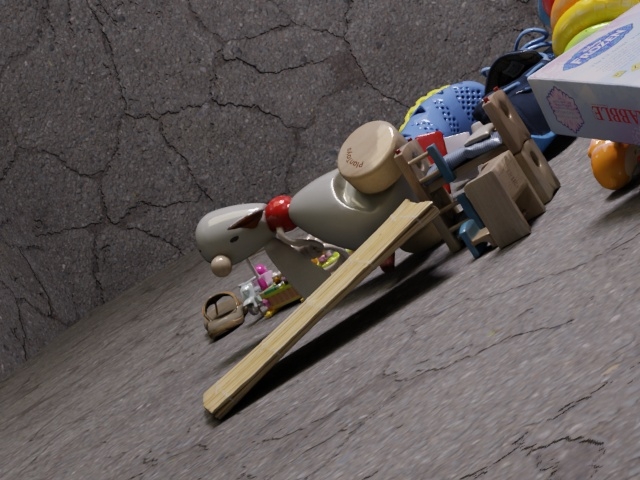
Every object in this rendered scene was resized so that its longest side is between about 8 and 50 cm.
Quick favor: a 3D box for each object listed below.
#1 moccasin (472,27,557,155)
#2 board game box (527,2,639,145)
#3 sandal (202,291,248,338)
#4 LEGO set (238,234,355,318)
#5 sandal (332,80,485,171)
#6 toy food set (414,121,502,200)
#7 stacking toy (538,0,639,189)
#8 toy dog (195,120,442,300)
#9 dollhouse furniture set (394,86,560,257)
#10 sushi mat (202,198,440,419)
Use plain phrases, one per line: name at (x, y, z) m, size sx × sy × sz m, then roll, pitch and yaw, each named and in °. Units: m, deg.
moccasin at (0.280, -0.212, 2.096) m, size 0.138 × 0.117 × 0.342 m, roll -52°, pitch 2°, yaw 23°
board game box at (0.392, -0.184, 1.357) m, size 0.318 × 0.066 × 0.318 m, roll -34°, pitch 21°, yaw -17°
sandal at (-0.145, 0.102, 2.299) m, size 0.072 × 0.049 × 0.180 m, roll -32°, pitch 6°, yaw 0°
LEGO set at (-0.007, 0.003, 2.100) m, size 0.287 × 0.107 × 0.132 m, roll -30°, pitch 6°, yaw 25°
sandal at (0.148, -0.123, 2.369) m, size 0.317 × 0.126 × 0.138 m, roll -42°, pitch 11°, yaw -14°
toy food set at (0.174, -0.091, 2.169) m, size 0.232 × 0.105 × 0.111 m, roll -14°, pitch -7°, yaw 3°
stacking toy at (0.294, -0.176, 1.561) m, size 0.165 × 0.175 × 0.302 m, roll 1°, pitch 55°, yaw 9°
toy dog at (0.000, 0.000, 1.862) m, size 0.333 × 0.220 × 0.161 m, roll -37°, pitch 32°, yaw 43°
dollhouse furniture set at (0.151, -0.060, 1.664) m, size 0.129 × 0.129 × 0.183 m, roll -30°, pitch 6°, yaw 25°
sushi mat at (-0.004, 0.069, 1.673) m, size 0.316 × 0.019 × 0.151 m, roll -44°, pitch 7°, yaw -2°
